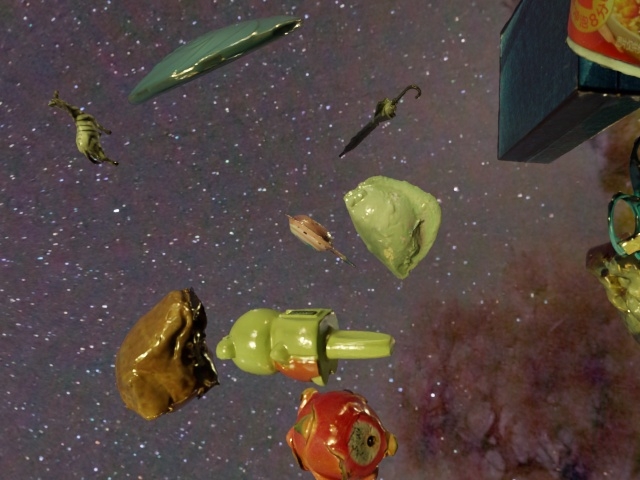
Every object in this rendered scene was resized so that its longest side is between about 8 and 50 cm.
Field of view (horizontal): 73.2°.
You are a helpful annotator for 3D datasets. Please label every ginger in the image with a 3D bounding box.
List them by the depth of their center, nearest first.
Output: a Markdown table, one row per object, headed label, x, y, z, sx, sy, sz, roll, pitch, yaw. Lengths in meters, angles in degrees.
| label | x | y | z | sx | sy | sz | roll | pitch | yaw |
| --- | --- | --- | --- | --- | --- | --- | --- | --- | --- |
| ginger | -0.364 | 0.262 | 0.996 | 0.222 | 0.200 | 0.270 | -15 | -85 | -22 |

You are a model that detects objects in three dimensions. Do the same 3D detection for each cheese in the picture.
| label | x | y | z | sx | sy | sz | roll | pitch | yaw |
| --- | --- | --- | --- | --- | --- | --- | --- | --- | --- |
| cheese | 0.000 | 0.000 | 1.387 | 0.285 | 0.189 | 0.074 | 38 | -93 | -24 |

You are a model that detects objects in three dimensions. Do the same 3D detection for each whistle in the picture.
| label | x | y | z | sx | sy | sz | roll | pitch | yaw |
| --- | --- | --- | --- | --- | --- | --- | --- | --- | --- |
| whistle | -0.029 | 0.161 | 0.671 | 0.131 | 0.288 | 0.106 | -16 | -76 | -69 |

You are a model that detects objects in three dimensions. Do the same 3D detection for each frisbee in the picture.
| label | x | y | z | sx | sy | sz | roll | pitch | yaw |
| --- | --- | --- | --- | --- | --- | --- | --- | --- | --- |
| frisbee | -0.162 | -0.283 | 0.645 | 0.289 | 0.289 | 0.049 | -49 | -56 | -42 |

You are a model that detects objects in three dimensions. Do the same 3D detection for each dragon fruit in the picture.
| label | x | y | z | sx | sy | sz | roll | pitch | yaw |
| --- | --- | --- | --- | --- | --- | --- | --- | --- | --- |
| dragon fruit | 0.038 | 0.449 | 0.983 | 0.223 | 0.227 | 0.225 | 4 | -100 | -27 |

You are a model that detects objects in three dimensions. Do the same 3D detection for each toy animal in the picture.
| label | x | y | z | sx | sy | sz | roll | pitch | yaw |
| --- | --- | --- | --- | --- | --- | --- | --- | --- | --- |
| toy animal | -0.697 | -0.321 | 1.272 | 0.217 | 0.073 | 0.176 | 66 | -166 | 19 |

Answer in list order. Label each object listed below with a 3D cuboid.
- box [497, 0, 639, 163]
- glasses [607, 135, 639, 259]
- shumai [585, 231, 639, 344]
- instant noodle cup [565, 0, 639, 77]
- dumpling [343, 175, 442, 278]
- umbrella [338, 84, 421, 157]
| label | x | y | z | sx | sy | sz | roll | pitch | yaw |
| --- | --- | --- | --- | --- | --- | --- | --- | --- | --- |
| box | 0.384 | -0.290 | 0.684 | 0.279 | 0.116 | 0.262 | 83 | -170 | -83 |
| glasses | 0.508 | -0.099 | 0.616 | 0.239 | 0.102 | 0.207 | -54 | -13 | -22 |
| shumai | 0.677 | 0.120 | 0.891 | 0.203 | 0.222 | 0.272 | 0 | -123 | -21 |
| instant noodle cup | 0.310 | -0.280 | 0.264 | 0.294 | 0.293 | 0.308 | -62 | -29 | -33 |
| dumpling | 0.140 | -0.022 | 0.804 | 0.105 | 0.149 | 0.217 | -48 | -62 | -38 |
| umbrella | 0.097 | -0.230 | 0.839 | 0.044 | 0.269 | 0.044 | 31 | -118 | -19 |
